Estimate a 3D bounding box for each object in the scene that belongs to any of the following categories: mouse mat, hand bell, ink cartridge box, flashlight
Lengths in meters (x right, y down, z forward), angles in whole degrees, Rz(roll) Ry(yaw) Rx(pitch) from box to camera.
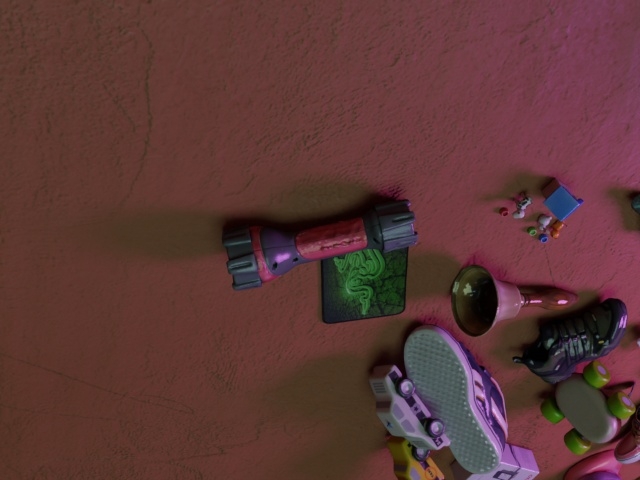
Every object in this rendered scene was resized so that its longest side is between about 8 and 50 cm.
[{"bbox_3d":[0.076,0.071,1.692,0.153,0.007,0.189,-8,131,-7],"label":"mouse mat"},{"bbox_3d":[0.367,0.106,1.747,0.242,0.126,0.126,1,131,-31],"label":"hand bell"},{"bbox_3d":[0.374,0.489,2.085,0.150,0.063,0.109,20,123,-27],"label":"ink cartridge box"},{"bbox_3d":[0.000,0.000,1.549,0.304,0.103,0.103,-13,129,-1],"label":"flashlight"}]

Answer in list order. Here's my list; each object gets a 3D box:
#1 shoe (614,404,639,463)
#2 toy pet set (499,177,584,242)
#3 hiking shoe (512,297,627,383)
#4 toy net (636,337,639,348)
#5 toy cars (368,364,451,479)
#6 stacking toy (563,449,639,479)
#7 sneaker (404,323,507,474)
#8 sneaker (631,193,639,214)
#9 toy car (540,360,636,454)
[{"bbox_3d":[0.686,0.403,2.089,0.178,0.063,0.081,-44,125,17],"label":"shoe"},{"bbox_3d":[0.384,-0.038,1.629,0.122,0.065,0.114,27,120,-32],"label":"toy pet set"},{"bbox_3d":[0.470,0.183,1.828,0.114,0.086,0.227,24,122,-33],"label":"hiking shoe"},{"bbox_3d":[0.702,0.226,1.952,0.232,0.045,0.122,21,125,-26],"label":"toy net"},{"bbox_3d":[0.169,0.399,1.876,0.087,0.176,0.393,-38,136,-22],"label":"toy cars"},{"bbox_3d":[0.709,0.606,2.222,0.280,0.130,0.309,-21,132,5],"label":"stacking toy"},{"bbox_3d":[0.258,0.279,1.848,0.126,0.127,0.321,-15,110,29],"label":"sneaker"},{"bbox_3d":[0.588,-0.022,1.697,0.166,0.065,0.076,26,124,-29],"label":"sneaker"},{"bbox_3d":[0.571,0.328,1.979,0.188,0.149,0.155,-4,142,-49],"label":"toy car"}]
